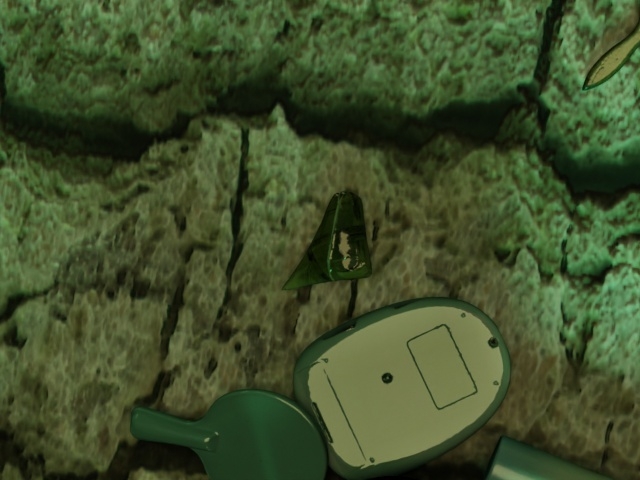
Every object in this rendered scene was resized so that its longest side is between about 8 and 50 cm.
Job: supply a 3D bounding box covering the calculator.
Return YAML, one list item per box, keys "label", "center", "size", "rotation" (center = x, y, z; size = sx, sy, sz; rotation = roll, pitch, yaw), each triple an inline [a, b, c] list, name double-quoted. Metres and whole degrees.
- label: "calculator"
  center: [0.074, 0.176, 1.350]
  size: [0.299, 0.041, 0.185]
  rotation: [-25, 83, 6]

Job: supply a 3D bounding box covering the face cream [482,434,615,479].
- label: "face cream"
  center: [0.304, 0.297, 1.292]
  size: [0.250, 0.077, 0.077]
  rotation: [21, 89, 9]

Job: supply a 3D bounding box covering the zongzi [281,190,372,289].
- label: "zongzi"
  center: [0.000, 0.000, 1.374]
  size: [0.113, 0.052, 0.104]
  rotation: [-11, 77, 20]

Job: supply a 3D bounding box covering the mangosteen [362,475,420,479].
- label: "mangosteen"
  center: [0.089, 0.396, 1.265]
  size: [0.231, 0.231, 0.289]
  rotation: [-20, 117, 6]

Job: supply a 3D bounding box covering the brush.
- label: "brush"
  center: [0.375, -0.242, 1.351]
  size: [0.196, 0.021, 0.070]
  rotation: [-44, 83, 5]

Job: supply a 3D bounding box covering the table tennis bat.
- label: "table tennis bat"
  center: [-0.108, 0.236, 1.359]
  size: [0.244, 0.040, 0.153]
  rotation: [10, 109, 14]
